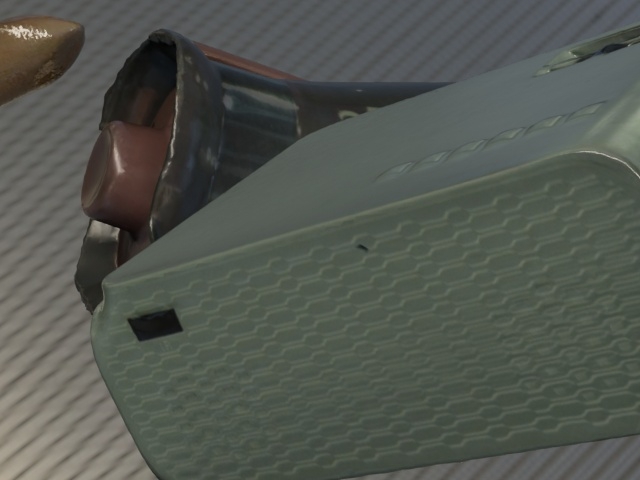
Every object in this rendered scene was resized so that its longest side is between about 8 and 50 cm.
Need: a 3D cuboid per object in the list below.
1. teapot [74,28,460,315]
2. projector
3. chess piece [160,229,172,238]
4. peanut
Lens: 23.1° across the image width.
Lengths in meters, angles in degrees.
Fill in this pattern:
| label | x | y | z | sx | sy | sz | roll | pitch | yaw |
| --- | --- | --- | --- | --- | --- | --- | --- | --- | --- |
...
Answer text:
| label | x | y | z | sx | sy | sz | roll | pitch | yaw |
| --- | --- | --- | --- | --- | --- | --- | --- | --- | --- |
| teapot | -0.019 | -0.038 | 1.311 | 0.361 | 0.305 | 0.376 | 16 | 31 | -24 |
| projector | 0.063 | 0.003 | 0.625 | 0.250 | 0.108 | 0.198 | -17 | 14 | 35 |
| chess piece | 0.000 | 0.000 | 0.885 | 0.170 | 0.094 | 0.094 | -28 | 62 | 12 |
| peanut | -0.287 | -0.169 | 1.452 | 0.152 | 0.076 | 0.076 | -19 | 62 | 10 |
